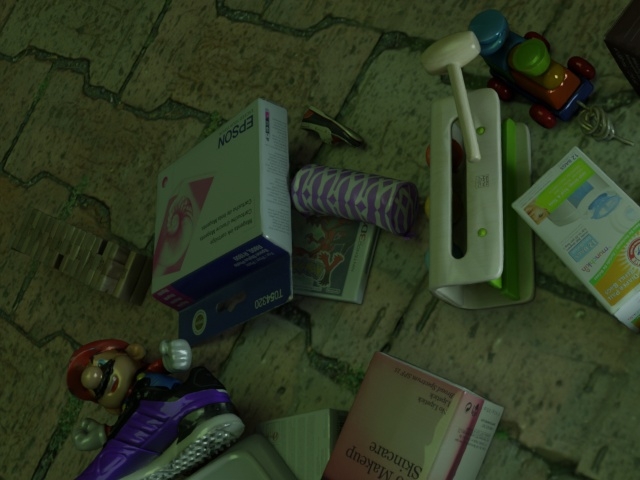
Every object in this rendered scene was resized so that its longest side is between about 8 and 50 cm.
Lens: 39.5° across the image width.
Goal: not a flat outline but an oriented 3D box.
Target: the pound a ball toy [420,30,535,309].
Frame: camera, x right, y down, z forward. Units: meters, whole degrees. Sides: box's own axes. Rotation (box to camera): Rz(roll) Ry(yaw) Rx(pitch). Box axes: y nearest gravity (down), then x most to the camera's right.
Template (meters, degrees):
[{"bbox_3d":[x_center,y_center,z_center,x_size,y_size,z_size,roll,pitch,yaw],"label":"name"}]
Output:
[{"bbox_3d":[0.185,-0.087,1.196,0.135,0.208,0.319,-11,66,32],"label":"pound a ball toy"}]

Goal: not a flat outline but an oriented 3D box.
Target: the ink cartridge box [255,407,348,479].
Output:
[{"bbox_3d":[-0.030,0.330,1.303,0.179,0.045,0.146,-24,58,48],"label":"ink cartridge box"}]

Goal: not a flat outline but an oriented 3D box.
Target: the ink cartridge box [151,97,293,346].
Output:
[{"bbox_3d":[-0.169,-0.019,1.459,0.324,0.071,0.330,-28,55,44],"label":"ink cartridge box"}]

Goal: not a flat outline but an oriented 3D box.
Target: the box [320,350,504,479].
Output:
[{"bbox_3d":[0.110,0.283,1.152,0.148,0.126,0.233,19,83,38],"label":"box"}]

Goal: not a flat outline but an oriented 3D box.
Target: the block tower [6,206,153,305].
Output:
[{"bbox_3d":[-0.456,0.024,1.687,0.335,0.091,0.097,17,81,38],"label":"block tower"}]

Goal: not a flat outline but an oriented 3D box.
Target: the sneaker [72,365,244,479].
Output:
[{"bbox_3d":[-0.259,0.285,1.318,0.293,0.102,0.146,-31,64,7],"label":"sneaker"}]

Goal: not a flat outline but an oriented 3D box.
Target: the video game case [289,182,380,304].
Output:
[{"bbox_3d":[0.000,0.000,1.412,0.201,0.023,0.184,5,75,37],"label":"video game case"}]

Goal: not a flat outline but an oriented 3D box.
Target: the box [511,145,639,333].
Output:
[{"bbox_3d":[0.354,-0.001,1.106,0.114,0.103,0.203,-44,52,14],"label":"box"}]

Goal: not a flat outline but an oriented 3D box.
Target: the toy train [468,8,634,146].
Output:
[{"bbox_3d":[0.310,-0.219,1.200,0.105,0.143,0.248,-52,51,7],"label":"toy train"}]

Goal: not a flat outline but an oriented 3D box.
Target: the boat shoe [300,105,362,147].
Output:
[{"bbox_3d":[0.016,-0.178,1.456,0.137,0.049,0.043,37,98,42],"label":"boat shoe"}]

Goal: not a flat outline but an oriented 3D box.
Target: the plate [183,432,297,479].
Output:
[{"bbox_3d":[-0.140,0.400,1.203,0.278,0.045,0.277,-32,37,-16],"label":"plate"}]

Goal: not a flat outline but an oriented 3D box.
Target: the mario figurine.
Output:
[{"bbox_3d":[-0.299,0.252,1.425,0.320,0.170,0.198,20,50,32],"label":"mario figurine"}]

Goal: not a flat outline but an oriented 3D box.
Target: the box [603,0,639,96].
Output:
[{"bbox_3d":[0.486,-0.231,1.062,0.167,0.168,0.203,-52,51,6],"label":"box"}]

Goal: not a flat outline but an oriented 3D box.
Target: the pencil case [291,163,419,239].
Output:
[{"bbox_3d":[0.049,-0.060,1.336,0.206,0.086,0.088,13,115,40],"label":"pencil case"}]
